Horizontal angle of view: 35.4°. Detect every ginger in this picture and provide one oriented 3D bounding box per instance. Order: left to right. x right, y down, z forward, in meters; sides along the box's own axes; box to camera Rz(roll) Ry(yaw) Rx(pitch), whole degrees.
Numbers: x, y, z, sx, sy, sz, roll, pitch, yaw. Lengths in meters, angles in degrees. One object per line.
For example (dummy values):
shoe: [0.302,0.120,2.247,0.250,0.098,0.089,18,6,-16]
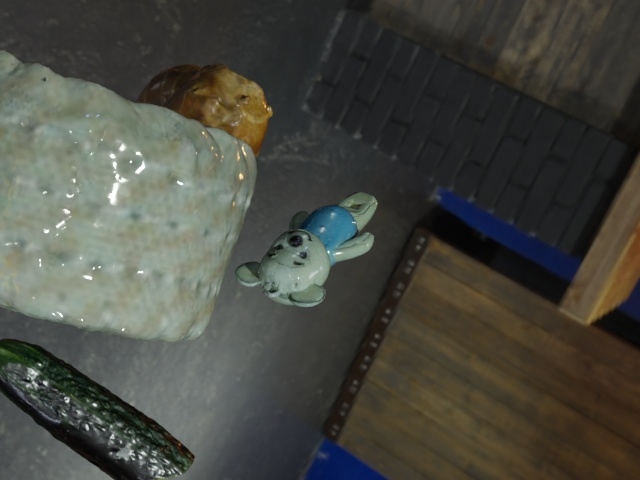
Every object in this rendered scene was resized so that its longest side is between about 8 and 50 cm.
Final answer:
ginger: [-0.206,-0.129,1.497,0.152,0.357,0.274,20,91,-27]

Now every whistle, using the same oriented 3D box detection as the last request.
whistle: [0.000,0.000,1.194,0.236,0.114,0.077,-44,143,-45]

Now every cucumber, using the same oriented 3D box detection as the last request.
cucumber: [-0.246,0.182,1.043,0.074,0.241,0.074,-48,-168,14]

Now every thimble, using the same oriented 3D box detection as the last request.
thimble: [-0.211,-0.039,0.878,0.291,0.291,0.195,18,90,-67]
